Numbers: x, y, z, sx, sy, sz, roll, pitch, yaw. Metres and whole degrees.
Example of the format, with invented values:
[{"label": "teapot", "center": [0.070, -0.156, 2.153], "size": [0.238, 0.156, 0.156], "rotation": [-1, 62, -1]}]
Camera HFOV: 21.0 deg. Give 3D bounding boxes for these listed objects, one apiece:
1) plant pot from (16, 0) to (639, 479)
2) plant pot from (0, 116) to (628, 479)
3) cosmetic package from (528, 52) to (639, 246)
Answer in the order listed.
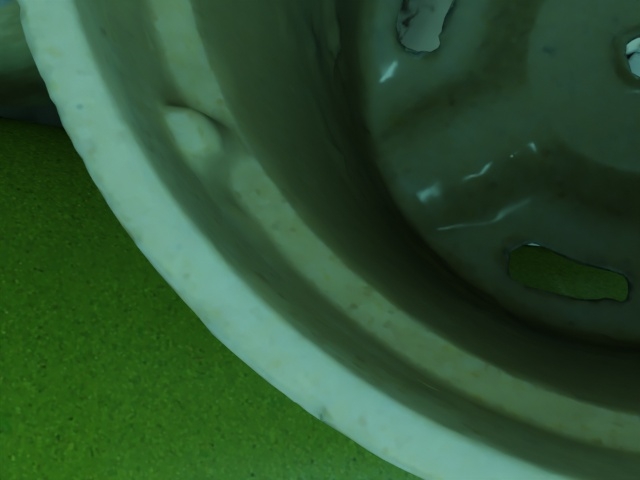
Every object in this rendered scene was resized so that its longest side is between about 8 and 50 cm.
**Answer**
[{"label": "plant pot", "center": [0.107, -0.085, 0.501], "size": [0.334, 0.334, 0.305], "rotation": [-16, 173, 3]}, {"label": "plant pot", "center": [-0.048, 0.118, 0.714], "size": [0.353, 0.366, 0.366], "rotation": [1, 157, -14]}, {"label": "cosmetic package", "center": [0.151, 0.029, 0.923], "size": [0.231, 0.117, 0.085], "rotation": [-52, 153, 1]}]
